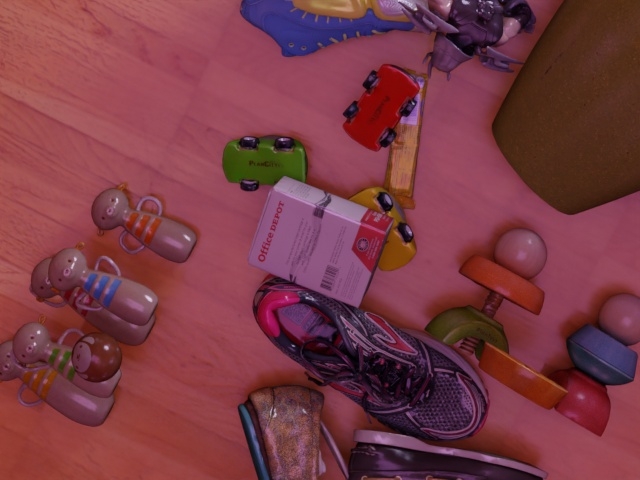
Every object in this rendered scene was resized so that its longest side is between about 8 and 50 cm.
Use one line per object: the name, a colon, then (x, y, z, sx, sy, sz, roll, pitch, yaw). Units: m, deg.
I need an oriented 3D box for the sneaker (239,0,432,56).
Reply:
sneaker: (0.020, -0.257, 1.682, 0.240, 0.091, 0.126, 17, 131, -12)

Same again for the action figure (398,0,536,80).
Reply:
action figure: (0.182, -0.301, 1.624, 0.185, 0.099, 0.285, 21, 96, -44)

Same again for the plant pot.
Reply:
plant pot: (0.331, -0.171, 1.595, 0.293, 0.275, 0.275, -42, 93, 23)

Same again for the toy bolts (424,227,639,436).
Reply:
toy bolts: (0.266, 0.100, 1.655, 0.228, 0.218, 0.158, 31, 92, -19)

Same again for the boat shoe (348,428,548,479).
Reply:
boat shoe: (0.144, 0.267, 1.717, 0.228, 0.081, 0.068, 11, 80, -3)

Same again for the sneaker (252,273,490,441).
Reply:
sneaker: (0.051, 0.142, 1.703, 0.299, 0.112, 0.120, 28, 98, -1)

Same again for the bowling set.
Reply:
bowling set: (-0.268, 0.076, 1.673, 0.154, 0.200, 0.287, 27, 94, 1)

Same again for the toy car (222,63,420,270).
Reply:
toy car: (0.003, -0.089, 1.693, 0.225, 0.053, 0.239, 4, 111, 13)

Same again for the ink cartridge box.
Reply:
ink cartridge box: (0.000, 0.000, 1.666, 0.135, 0.056, 0.099, 22, 113, 6)

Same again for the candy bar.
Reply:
candy bar: (0.097, -0.115, 1.715, 0.040, 0.018, 0.161, 8, 97, 5)

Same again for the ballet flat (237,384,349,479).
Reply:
ballet flat: (-0.008, 0.333, 1.734, 0.123, 0.123, 0.348, -10, 96, 4)
